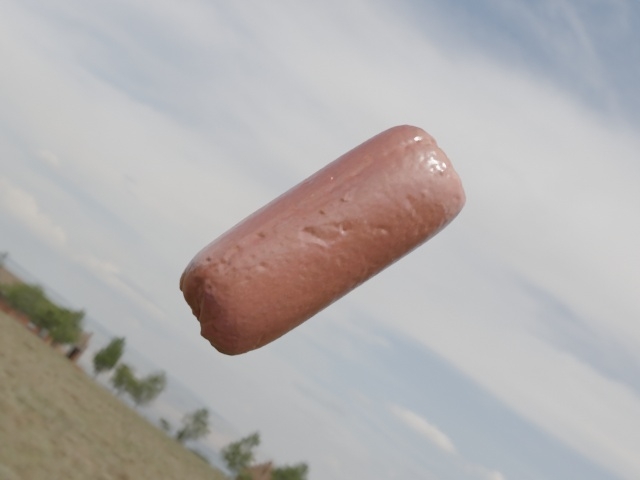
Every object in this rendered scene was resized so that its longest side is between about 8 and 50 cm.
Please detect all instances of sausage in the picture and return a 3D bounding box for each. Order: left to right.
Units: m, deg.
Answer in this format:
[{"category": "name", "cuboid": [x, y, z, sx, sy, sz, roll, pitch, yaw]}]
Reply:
[{"category": "sausage", "cuboid": [0.000, 0.000, 0.581, 0.062, 0.154, 0.062, 56, -6, 9]}]
